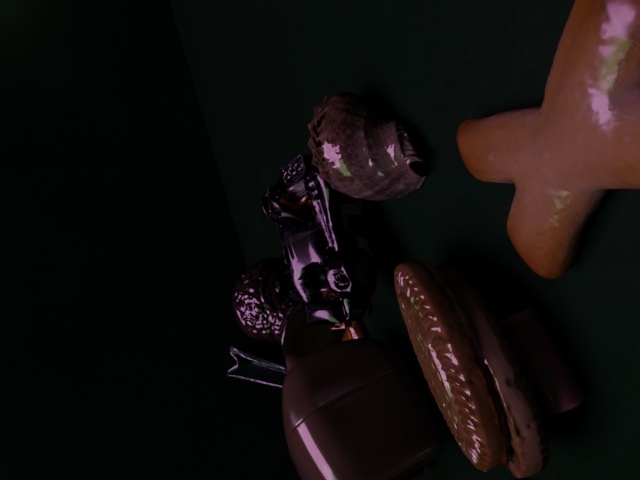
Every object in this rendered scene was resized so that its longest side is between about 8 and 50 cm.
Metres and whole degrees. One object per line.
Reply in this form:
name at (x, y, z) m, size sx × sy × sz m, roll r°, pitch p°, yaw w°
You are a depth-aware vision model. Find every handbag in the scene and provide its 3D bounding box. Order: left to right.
handbag at (-0.104, 0.369, 1.296) m, size 0.326 × 0.239 × 0.089 m, roll 17°, pitch -98°, yaw -63°

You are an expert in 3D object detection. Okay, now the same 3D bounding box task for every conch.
conch at (0.065, -0.120, 0.587) m, size 0.207 × 0.130 × 0.155 m, roll 23°, pitch 171°, yaw 40°

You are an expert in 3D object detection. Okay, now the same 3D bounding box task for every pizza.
pizza at (0.093, 0.266, 1.062) m, size 0.178 × 0.041 × 0.131 m, roll 69°, pitch 162°, yaw -1°

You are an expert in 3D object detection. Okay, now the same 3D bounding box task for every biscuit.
biscuit at (0.161, 0.139, 0.498) m, size 0.259 × 0.079 × 0.259 m, roll -21°, pitch -90°, yaw -89°
biscuit at (0.179, -0.068, 0.305) m, size 0.208 × 0.047 × 0.164 m, roll 112°, pitch 135°, yaw -69°

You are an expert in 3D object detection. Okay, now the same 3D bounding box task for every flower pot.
flower pot at (-0.088, 0.209, 1.236) m, size 0.267 × 0.267 × 0.266 m, roll 30°, pitch 140°, yaw 52°

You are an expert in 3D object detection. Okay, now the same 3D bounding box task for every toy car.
toy car at (0.002, 0.001, 0.733) m, size 0.193 × 0.118 × 0.300 m, roll -17°, pitch 83°, yaw 44°

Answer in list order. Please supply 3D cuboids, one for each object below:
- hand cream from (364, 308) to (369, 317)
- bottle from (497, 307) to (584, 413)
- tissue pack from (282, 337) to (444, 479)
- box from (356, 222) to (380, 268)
hand cream at (0.058, 0.162, 1.013) m, size 0.210 × 0.067 × 0.043 m, roll 157°, pitch 106°, yaw -72°
bottle at (0.215, 0.118, 0.428) m, size 0.045 × 0.045 × 0.096 m, roll 115°, pitch 133°, yaw -70°
tissue pack at (0.064, 0.366, 0.859) m, size 0.387 × 0.268 × 0.276 m, roll 88°, pitch 158°, yaw -53°
box at (0.031, 0.024, 0.914) m, size 0.175 × 0.062 × 0.260 m, roll 64°, pitch 163°, yaw 16°
